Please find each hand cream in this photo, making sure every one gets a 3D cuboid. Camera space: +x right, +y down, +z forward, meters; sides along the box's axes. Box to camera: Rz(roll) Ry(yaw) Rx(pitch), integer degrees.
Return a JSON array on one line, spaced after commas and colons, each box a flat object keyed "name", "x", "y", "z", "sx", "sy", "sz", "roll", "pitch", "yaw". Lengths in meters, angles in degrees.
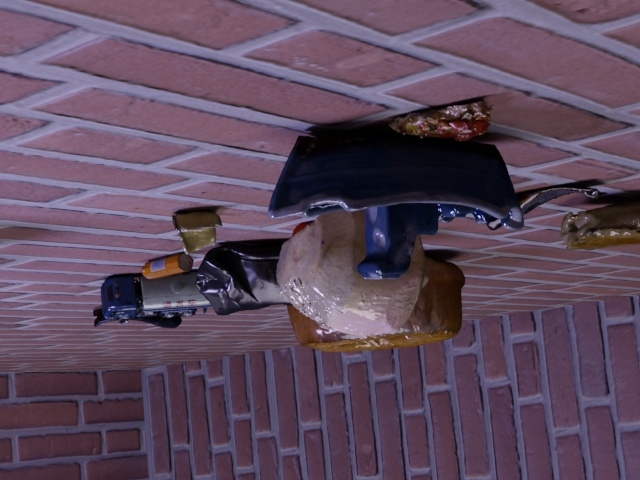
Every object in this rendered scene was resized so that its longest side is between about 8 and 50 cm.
[{"name": "hand cream", "x": 0.296, "y": -0.051, "z": 1.697, "sx": 0.163, "sy": 0.039, "sz": 0.062, "roll": -16, "pitch": 166, "yaw": 25}]

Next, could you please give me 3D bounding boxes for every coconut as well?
[{"name": "coconut", "x": 0.053, "y": 0.038, "z": 1.650, "sx": 0.194, "sy": 0.194, "sz": 0.194, "roll": -5, "pitch": 171, "yaw": -1}]

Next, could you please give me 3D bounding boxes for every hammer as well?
[{"name": "hammer", "x": -0.369, "y": 0.160, "z": 2.651, "sx": 0.137, "sy": 0.037, "sz": 0.290, "roll": -8, "pitch": 171, "yaw": 17}]

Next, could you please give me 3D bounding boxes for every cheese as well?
[{"name": "cheese", "x": -0.157, "y": -0.015, "z": 1.616, "sx": 0.060, "sy": 0.041, "sz": 0.084, "roll": -11, "pitch": 157, "yaw": -10}]

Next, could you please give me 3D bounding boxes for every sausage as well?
[{"name": "sausage", "x": -0.241, "y": 0.041, "z": 1.965, "sx": 0.107, "sy": 0.031, "sz": 0.031, "roll": -12, "pitch": 170, "yaw": 44}]

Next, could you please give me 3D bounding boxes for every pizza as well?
[{"name": "pizza", "x": 0.115, "y": -0.107, "z": 1.213, "sx": 0.099, "sy": 0.029, "sz": 0.100, "roll": -5, "pitch": 172, "yaw": 4}]

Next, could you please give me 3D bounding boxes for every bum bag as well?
[{"name": "bum bag", "x": -0.020, "y": 0.051, "z": 1.935, "sx": 0.340, "sy": 0.095, "sz": 0.144, "roll": -6, "pitch": 142, "yaw": -7}]

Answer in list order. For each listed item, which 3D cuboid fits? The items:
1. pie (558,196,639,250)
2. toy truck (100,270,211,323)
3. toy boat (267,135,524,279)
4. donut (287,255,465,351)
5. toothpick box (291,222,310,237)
[{"name": "pie", "x": 0.481, "y": -0.030, "z": 1.818, "sx": 0.282, "sy": 0.068, "sz": 0.128, "roll": -4, "pitch": 173, "yaw": -16}, {"name": "toy truck", "x": -0.266, "y": 0.092, "z": 2.148, "sx": 0.202, "sy": 0.074, "sz": 0.088, "roll": -4, "pitch": 167, "yaw": -14}, {"name": "toy boat", "x": 0.084, "y": -0.032, "z": 1.286, "sx": 0.309, "sy": 0.142, "sz": 0.129, "roll": 1, "pitch": 179, "yaw": -31}, {"name": "donut", "x": 0.096, "y": 0.113, "z": 2.269, "sx": 0.299, "sy": 0.150, "sz": 0.317, "roll": 6, "pitch": 166, "yaw": -42}, {"name": "toothpick box", "x": 0.000, "y": 0.000, "z": 1.790, "sx": 0.047, "sy": 0.047, "sz": 0.083, "roll": -12, "pitch": 169, "yaw": 37}]
